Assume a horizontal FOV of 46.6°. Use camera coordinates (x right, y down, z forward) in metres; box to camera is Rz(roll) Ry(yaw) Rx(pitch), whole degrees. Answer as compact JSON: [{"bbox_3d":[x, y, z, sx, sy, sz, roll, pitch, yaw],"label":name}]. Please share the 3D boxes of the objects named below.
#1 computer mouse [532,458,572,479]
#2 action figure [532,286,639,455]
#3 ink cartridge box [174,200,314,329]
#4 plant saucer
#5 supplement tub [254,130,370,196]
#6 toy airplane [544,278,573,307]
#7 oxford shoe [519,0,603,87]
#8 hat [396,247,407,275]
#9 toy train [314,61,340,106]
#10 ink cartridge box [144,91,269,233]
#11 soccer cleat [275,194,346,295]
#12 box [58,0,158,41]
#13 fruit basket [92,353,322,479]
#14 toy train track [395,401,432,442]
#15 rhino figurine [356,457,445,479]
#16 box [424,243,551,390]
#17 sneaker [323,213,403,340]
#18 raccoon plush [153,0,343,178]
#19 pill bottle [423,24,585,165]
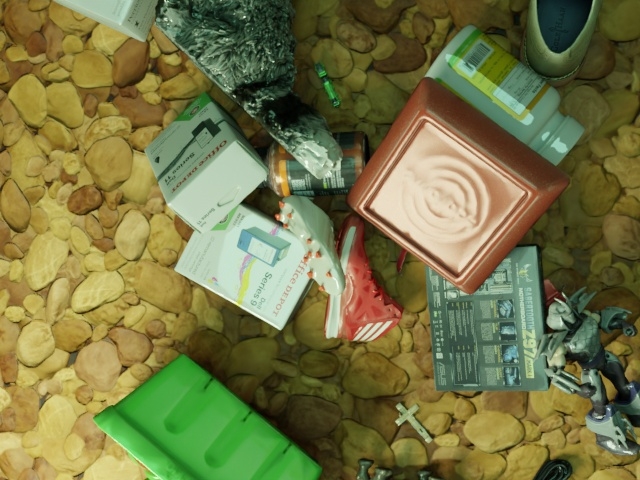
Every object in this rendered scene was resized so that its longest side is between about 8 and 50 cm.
[{"bbox_3d":[0.399,0.507,1.200,0.184,0.060,0.262,-33,86,-6],"label":"computer mouse"},{"bbox_3d":[0.433,0.195,1.154,0.185,0.099,0.285,-41,107,-19],"label":"action figure"},{"bbox_3d":[-0.113,0.032,1.261,0.212,0.093,0.154,30,94,4],"label":"ink cartridge box"},{"bbox_3d":[0.187,-0.066,1.108,0.258,0.048,0.259,37,127,6],"label":"plant saucer"},{"bbox_3d":[-0.018,-0.126,1.238,0.197,0.106,0.106,-2,91,8],"label":"supplement tub"},{"bbox_3d":[0.353,0.126,1.232,0.151,0.028,0.151,0,90,9],"label":"toy airplane"},{"bbox_3d":[0.396,-0.448,1.153,0.140,0.146,0.397,4,88,10],"label":"oxford shoe"},{"bbox_3d":[0.164,-0.099,1.255,0.173,0.183,0.208,42,52,5],"label":"hat"},{"bbox_3d":[0.012,-0.267,1.272,0.017,0.023,0.083,-25,87,7],"label":"toy train"},{"bbox_3d":[-0.189,-0.130,1.210,0.153,0.208,0.087,-43,129,5],"label":"ink cartridge box"},{"bbox_3d":[0.000,0.000,1.175,0.076,0.068,0.196,-12,55,-31],"label":"soccer cleat"},{"bbox_3d":[-0.361,-0.468,1.271,0.181,0.119,0.181,25,95,7],"label":"box"},{"bbox_3d":[-0.222,0.421,1.214,0.391,0.283,0.392,1,77,-3],"label":"fruit basket"},{"bbox_3d":[0.160,0.312,1.269,0.048,0.014,0.083,-43,86,7],"label":"toy train track"},{"bbox_3d":[0.174,0.441,1.240,0.243,0.073,0.106,11,88,0],"label":"rhino figurine"},{"bbox_3d":[0.272,0.127,1.209,0.183,0.059,0.233,-5,91,23],"label":"box"},{"bbox_3d":[0.081,0.067,1.241,0.128,0.087,0.221,9,113,-2],"label":"sneaker"},{"bbox_3d":[-0.046,-0.340,1.191,0.446,0.216,0.299,44,92,5],"label":"raccoon plush"},{"bbox_3d":[0.289,-0.215,1.179,0.245,0.136,0.136,40,96,5],"label":"pill bottle"}]
